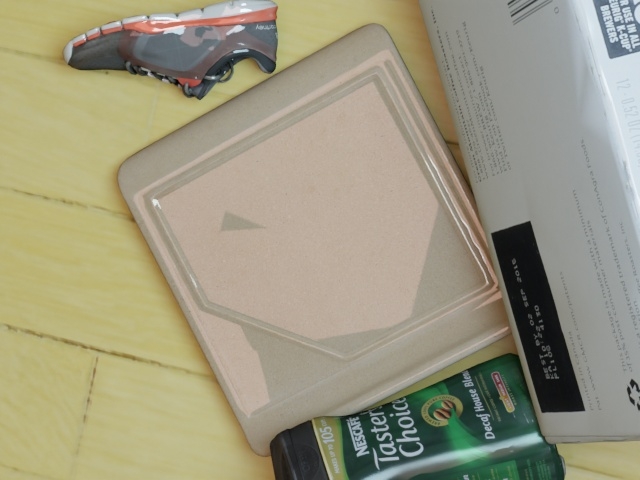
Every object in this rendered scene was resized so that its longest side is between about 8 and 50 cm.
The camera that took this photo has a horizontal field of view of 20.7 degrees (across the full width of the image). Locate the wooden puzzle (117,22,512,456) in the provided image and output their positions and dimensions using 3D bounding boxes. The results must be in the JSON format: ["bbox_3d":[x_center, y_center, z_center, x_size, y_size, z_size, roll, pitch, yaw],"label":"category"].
[{"bbox_3d":[0.000,0.000,1.219,0.221,0.044,0.239,-28,81,11],"label":"wooden puzzle"}]

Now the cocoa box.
[{"bbox_3d":[0.225,-0.075,1.042,0.228,0.231,0.347,-15,88,-16],"label":"cocoa box"}]

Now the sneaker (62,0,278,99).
[{"bbox_3d":[-0.104,-0.128,1.226,0.158,0.061,0.065,-8,96,12],"label":"sneaker"}]

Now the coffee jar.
[{"bbox_3d":[0.062,0.146,1.160,0.184,0.079,0.096,-19,46,-2],"label":"coffee jar"}]
